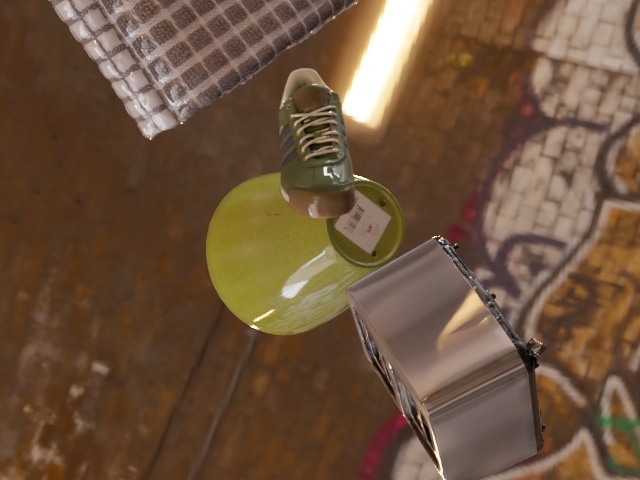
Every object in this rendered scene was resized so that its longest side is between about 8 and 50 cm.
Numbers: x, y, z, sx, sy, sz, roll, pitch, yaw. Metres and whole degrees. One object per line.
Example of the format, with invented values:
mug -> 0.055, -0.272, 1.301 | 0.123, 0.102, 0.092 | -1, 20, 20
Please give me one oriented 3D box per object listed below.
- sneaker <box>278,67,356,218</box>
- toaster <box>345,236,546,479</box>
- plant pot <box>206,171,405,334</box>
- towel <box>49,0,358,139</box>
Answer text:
sneaker -> -0.009, -0.094, 1.094 | 0.192, 0.064, 0.086 | -102, 6, -65
toaster -> 0.114, 0.105, 1.093 | 0.110, 0.168, 0.185 | -28, -38, -8
plant pot -> 0.000, 0.000, 1.951 | 0.293, 0.275, 0.275 | -19, 43, 62
towel -> -0.075, -0.245, 0.912 | 0.284, 0.121, 0.235 | -42, -79, -31
